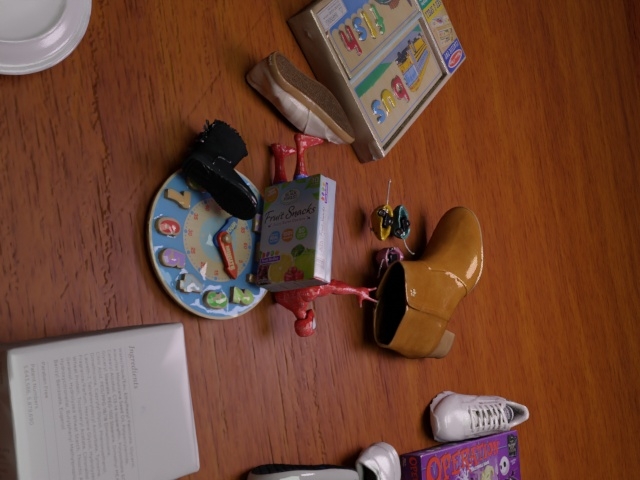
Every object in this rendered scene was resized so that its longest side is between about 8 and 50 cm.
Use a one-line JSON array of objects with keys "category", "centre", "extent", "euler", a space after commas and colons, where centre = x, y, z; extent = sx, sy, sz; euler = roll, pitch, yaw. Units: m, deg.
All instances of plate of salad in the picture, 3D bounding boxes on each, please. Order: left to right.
[{"category": "plate of salad", "centre": [-0.336, -0.268, 0.746], "extent": [0.200, 0.048, 0.199], "euler": [3, 85, -39]}]

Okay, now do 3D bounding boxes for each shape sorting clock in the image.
[{"category": "shape sorting clock", "centre": [-0.132, -0.001, 0.935], "extent": [0.206, 0.040, 0.206], "euler": [13, 73, -48]}]

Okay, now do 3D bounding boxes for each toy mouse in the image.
[{"category": "toy mouse", "centre": [0.121, -0.003, 1.231], "extent": [0.143, 0.031, 0.160], "euler": [35, 62, -54]}]

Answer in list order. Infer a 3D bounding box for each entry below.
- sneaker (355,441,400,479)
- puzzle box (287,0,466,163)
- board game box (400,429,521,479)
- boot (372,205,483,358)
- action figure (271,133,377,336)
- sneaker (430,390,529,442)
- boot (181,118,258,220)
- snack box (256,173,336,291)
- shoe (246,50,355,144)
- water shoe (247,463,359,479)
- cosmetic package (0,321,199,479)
[{"category": "sneaker", "centre": [0.090, 0.415, 1.075], "extent": [0.094, 0.080, 0.212], "euler": [-1, 73, -61]}, {"category": "puzzle box", "centre": [0.121, -0.353, 1.289], "extent": [0.409, 0.052, 0.272], "euler": [-52, 121, -41]}, {"category": "board game box", "centre": [0.265, 0.465, 1.301], "extent": [0.347, 0.056, 0.208], "euler": [6, 74, -48]}, {"category": "boot", "centre": [0.182, 0.054, 1.222], "extent": [0.211, 0.104, 0.294], "euler": [28, 72, -53]}, {"category": "action figure", "centre": [0.000, 0.000, 1.046], "extent": [0.139, 0.092, 0.280], "euler": [10, 75, -39]}, {"category": "sneaker", "centre": [0.286, 0.317, 1.316], "extent": [0.235, 0.095, 0.090], "euler": [4, 81, -47]}, {"category": "boot", "centre": [-0.117, -0.093, 0.927], "extent": [0.121, 0.045, 0.099], "euler": [40, 36, -15]}, {"category": "snack box", "centre": [-0.032, -0.009, 0.949], "extent": [0.037, 0.100, 0.141], "euler": [25, 63, -48]}, {"category": "shoe", "centre": [-0.025, -0.206, 1.096], "extent": [0.219, 0.058, 0.076], "euler": [34, 38, -45]}, {"category": "water shoe", "centre": [-0.016, 0.345, 0.976], "extent": [0.203, 0.073, 0.080], "euler": [19, 71, -45]}, {"category": "cosmetic package", "centre": [-0.238, 0.166, 0.692], "extent": [0.184, 0.151, 0.151], "euler": [-3, 85, -48]}]
